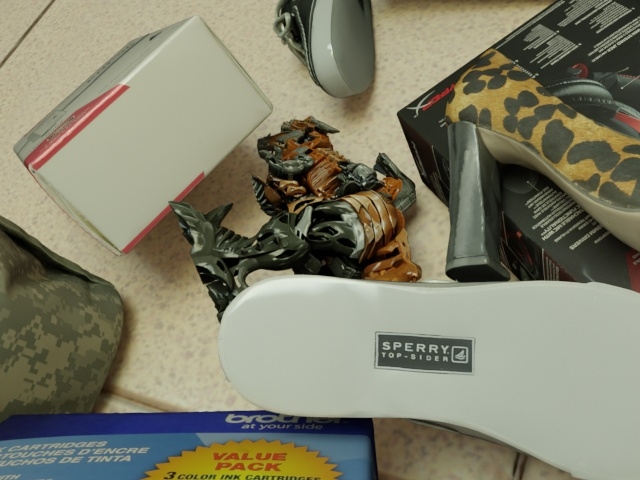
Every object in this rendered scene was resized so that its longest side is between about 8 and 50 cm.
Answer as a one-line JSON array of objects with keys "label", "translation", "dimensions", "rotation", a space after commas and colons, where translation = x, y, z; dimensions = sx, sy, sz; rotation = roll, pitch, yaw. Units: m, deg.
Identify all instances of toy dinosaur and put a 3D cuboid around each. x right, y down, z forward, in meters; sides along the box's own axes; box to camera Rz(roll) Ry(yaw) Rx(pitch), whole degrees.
[{"label": "toy dinosaur", "translation": [0.000, 0.000, 0.548], "dimensions": [0.218, 0.164, 0.322], "rotation": [-22, 29, -11]}]

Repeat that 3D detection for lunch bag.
[{"label": "lunch bag", "translation": [-0.333, 0.090, 0.531], "dimensions": [0.212, 0.305, 0.256], "rotation": [22, 72, 32]}]

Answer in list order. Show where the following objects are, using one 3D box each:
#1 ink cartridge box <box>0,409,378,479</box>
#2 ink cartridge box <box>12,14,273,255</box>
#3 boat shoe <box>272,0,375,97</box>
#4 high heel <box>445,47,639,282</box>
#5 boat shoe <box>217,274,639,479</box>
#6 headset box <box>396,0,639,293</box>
[{"label": "ink cartridge box", "translation": [-0.100, 0.201, 0.314], "dimensions": [0.269, 0.395, 0.151], "rotation": [-2, 94, 4]}, {"label": "ink cartridge box", "translation": [-0.207, -0.116, 0.671], "dimensions": [0.207, 0.117, 0.283], "rotation": [-47, 29, -13]}, {"label": "boat shoe", "translation": [-0.002, -0.268, 0.756], "dimensions": [0.104, 0.113, 0.306], "rotation": [-17, 49, 21]}, {"label": "high heel", "translation": [0.198, -0.076, 0.387], "dimensions": [0.261, 0.093, 0.186], "rotation": [-9, 61, 32]}, {"label": "boat shoe", "translation": [0.092, 0.076, 0.392], "dimensions": [0.301, 0.102, 0.108], "rotation": [4, 86, 5]}, {"label": "headset box", "translation": [0.235, -0.056, 0.495], "dimensions": [0.218, 0.110, 0.293], "rotation": [-36, 50, -1]}]
